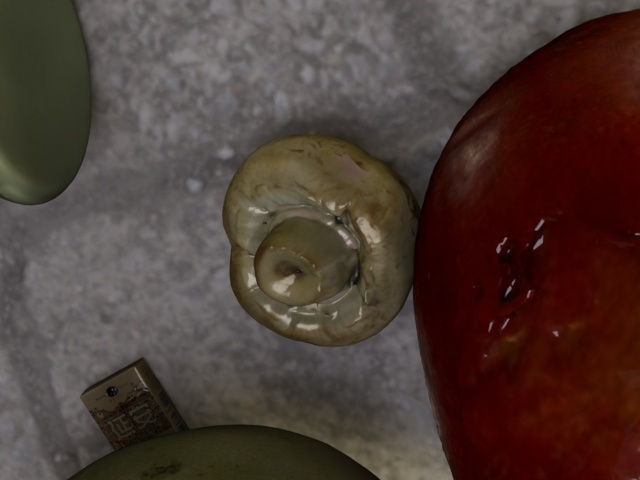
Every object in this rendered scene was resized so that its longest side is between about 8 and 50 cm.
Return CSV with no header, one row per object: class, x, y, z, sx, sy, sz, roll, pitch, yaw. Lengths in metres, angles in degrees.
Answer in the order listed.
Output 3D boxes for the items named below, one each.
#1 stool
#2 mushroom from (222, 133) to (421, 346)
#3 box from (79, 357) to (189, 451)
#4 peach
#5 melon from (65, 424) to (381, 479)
stool,-0.278,-0.110,0.968,0.198,0.195,0.195,-7,105,17
mushroom,0.000,0.000,0.982,0.148,0.112,0.148,12,125,18
box,-0.133,0.135,1.094,0.053,0.024,0.083,-30,100,17
peach,0.230,0.054,0.886,0.339,0.353,0.416,-24,58,10
melon,-0.082,0.263,0.994,0.330,0.268,0.268,-20,101,24
